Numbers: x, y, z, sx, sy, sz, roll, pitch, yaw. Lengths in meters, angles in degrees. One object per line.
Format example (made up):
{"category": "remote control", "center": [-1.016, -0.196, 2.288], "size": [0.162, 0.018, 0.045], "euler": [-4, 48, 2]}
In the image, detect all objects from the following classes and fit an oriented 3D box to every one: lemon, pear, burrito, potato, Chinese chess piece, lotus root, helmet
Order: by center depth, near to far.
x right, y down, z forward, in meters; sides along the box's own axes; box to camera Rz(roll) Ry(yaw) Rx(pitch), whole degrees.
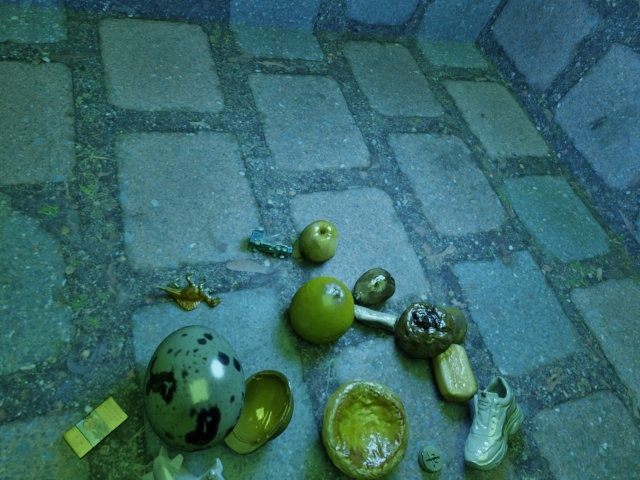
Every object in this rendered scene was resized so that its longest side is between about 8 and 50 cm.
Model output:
{"category": "helmet", "center": [-0.170, 0.543, 1.361], "size": [0.205, 0.140, 0.257], "euler": [23, 69, 37]}
{"category": "Chinese chess piece", "center": [0.375, 0.744, 1.487], "size": [0.084, 0.034, 0.084], "euler": [10, 56, -15]}
{"category": "lemon", "center": [0.014, 0.243, 1.574], "size": [0.240, 0.219, 0.241], "euler": [12, 51, -15]}
{"category": "burrito", "center": [0.203, 0.301, 1.690], "size": [0.225, 0.087, 0.060], "euler": [18, 59, -4]}
{"category": "lotus root", "center": [0.206, 0.188, 1.736], "size": [0.214, 0.138, 0.138], "euler": [-20, 67, -28]}
{"category": "pear", "center": [0.000, 0.000, 1.760], "size": [0.178, 0.178, 0.178], "euler": [9, 56, -14]}
{"category": "potato", "center": [0.519, 0.342, 1.775], "size": [0.200, 0.081, 0.164], "euler": [-21, 66, -32]}

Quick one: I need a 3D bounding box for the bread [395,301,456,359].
{"category": "bread", "center": [0.395, 0.333, 1.663], "size": [0.229, 0.123, 0.230], "euler": [-13, 45, 13]}

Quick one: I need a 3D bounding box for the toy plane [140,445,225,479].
{"category": "toy plane", "center": [-0.377, 0.679, 1.190], "size": [0.244, 0.117, 0.245], "euler": [-2, 102, -12]}

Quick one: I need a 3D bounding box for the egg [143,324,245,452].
{"category": "egg", "center": [-0.365, 0.420, 1.279], "size": [0.287, 0.288, 0.379], "euler": [6, 32, -16]}

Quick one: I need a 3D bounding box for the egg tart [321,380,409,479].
{"category": "egg tart", "center": [0.140, 0.616, 1.432], "size": [0.318, 0.128, 0.319], "euler": [9, 58, -15]}

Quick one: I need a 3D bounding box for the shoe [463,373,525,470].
{"category": "shoe", "center": [0.587, 0.625, 1.534], "size": [0.342, 0.132, 0.211], "euler": [-32, 105, -37]}

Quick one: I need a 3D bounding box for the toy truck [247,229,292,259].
{"category": "toy truck", "center": [-0.199, 0.013, 1.742], "size": [0.175, 0.067, 0.081], "euler": [14, 54, -11]}

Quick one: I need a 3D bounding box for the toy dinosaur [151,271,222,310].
{"category": "toy dinosaur", "center": [-0.472, 0.194, 1.548], "size": [0.212, 0.057, 0.142], "euler": [-19, 85, -17]}

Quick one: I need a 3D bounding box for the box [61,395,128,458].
{"category": "box", "center": [-0.650, 0.540, 1.266], "size": [0.087, 0.023, 0.155], "euler": [44, 55, 8]}

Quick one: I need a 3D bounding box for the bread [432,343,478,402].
{"category": "bread", "center": [0.499, 0.501, 1.649], "size": [0.147, 0.098, 0.217], "euler": [4, 52, -9]}
